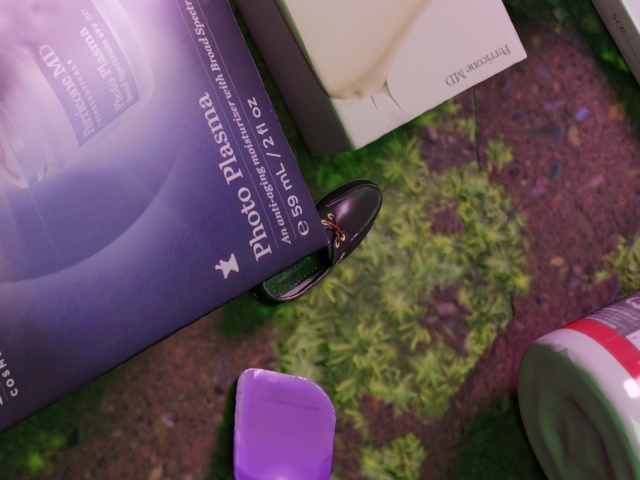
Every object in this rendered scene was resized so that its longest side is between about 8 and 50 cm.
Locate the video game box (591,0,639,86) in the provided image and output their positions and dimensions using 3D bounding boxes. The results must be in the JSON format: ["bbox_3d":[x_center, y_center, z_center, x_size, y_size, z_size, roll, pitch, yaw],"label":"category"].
[{"bbox_3d":[0.318,-0.224,1.240,0.187,0.048,0.205,-35,101,-15],"label":"video game box"}]

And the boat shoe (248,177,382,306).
[{"bbox_3d":[0.001,0.001,1.122,0.133,0.042,0.049,-41,101,-18],"label":"boat shoe"}]

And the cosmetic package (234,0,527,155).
[{"bbox_3d":[0.004,-0.234,1.083,0.160,0.113,0.309,-30,99,-14],"label":"cosmetic package"}]

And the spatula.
[{"bbox_3d":[-0.046,0.247,1.107,0.084,0.030,0.296,12,85,-22],"label":"spatula"}]

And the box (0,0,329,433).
[{"bbox_3d":[-0.195,-0.059,0.929,0.294,0.183,0.296,-30,101,-38],"label":"box"}]

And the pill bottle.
[{"bbox_3d":[0.331,0.101,1.173,0.319,0.176,0.176,-22,97,-19],"label":"pill bottle"}]
